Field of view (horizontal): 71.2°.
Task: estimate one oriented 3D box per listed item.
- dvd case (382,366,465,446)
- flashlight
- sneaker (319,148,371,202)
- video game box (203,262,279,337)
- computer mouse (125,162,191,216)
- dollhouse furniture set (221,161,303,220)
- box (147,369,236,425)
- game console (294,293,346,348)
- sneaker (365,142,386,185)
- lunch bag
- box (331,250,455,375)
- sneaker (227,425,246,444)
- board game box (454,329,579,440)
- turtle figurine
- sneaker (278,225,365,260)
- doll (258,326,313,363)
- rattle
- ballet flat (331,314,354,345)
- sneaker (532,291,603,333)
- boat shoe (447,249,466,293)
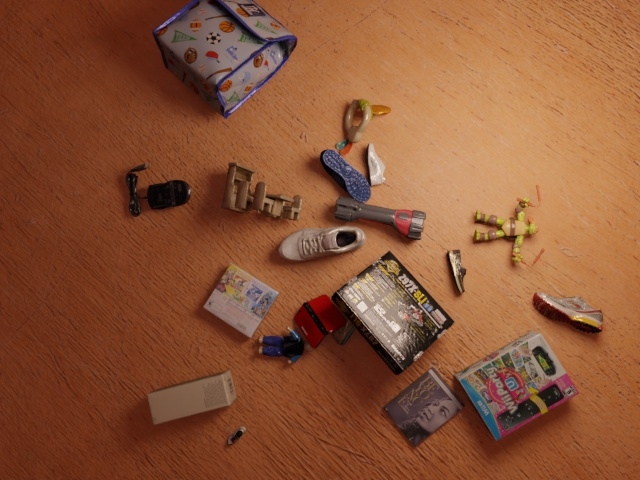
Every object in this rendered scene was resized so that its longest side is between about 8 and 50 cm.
[{"bbox_3d":[0.349,0.561,1.511,0.221,0.018,0.164,-40,83,1],"label":"dvd case"},{"bbox_3d":[0.203,-0.078,1.540,0.305,0.103,0.103,11,110,10],"label":"flashlight"},{"bbox_3d":[0.087,-0.230,1.573,0.081,0.090,0.232,-42,105,-1],"label":"sneaker"},{"bbox_3d":[-0.278,0.210,1.577,0.205,0.048,0.187,32,90,6],"label":"video game box"},{"bbox_3d":[-0.586,-0.198,1.633,0.262,0.060,0.183,-12,89,15],"label":"computer mouse"},{"bbox_3d":[-0.205,-0.171,1.525,0.242,0.212,0.160,8,87,32],"label":"dollhouse furniture set"},{"bbox_3d":[-0.439,0.539,1.540,0.276,0.094,0.113,-14,84,4],"label":"box"},{"bbox_3d":[-0.003,0.277,1.537,0.144,0.085,0.124,52,122,34],"label":"game console"},{"bbox_3d":[0.193,-0.269,1.579,0.061,0.054,0.152,-8,91,-5],"label":"sneaker"},{"bbox_3d":[-0.320,-0.691,1.569,0.328,0.239,0.385,43,74,7],"label":"lunch bag"},{"bbox_3d":[0.233,0.226,1.448,0.257,0.079,0.322,-34,75,-28],"label":"box"},{"bbox_3d":[-0.295,0.677,1.545,0.032,0.037,0.083,43,91,5],"label":"sneaker"},{"bbox_3d":[0.631,0.468,1.457,0.304,0.097,0.223,-31,83,3],"label":"board game box"},{"bbox_3d":[0.635,-0.055,1.504,0.218,0.087,0.269,5,94,13],"label":"turtle figurine"},{"bbox_3d":[0.000,0.000,1.519,0.306,0.152,0.114,-12,87,5],"label":"sneaker"},{"bbox_3d":[-0.116,0.362,1.552,0.189,0.046,0.128,2,87,5],"label":"doll"},{"bbox_3d":[0.151,-0.394,1.600,0.130,0.143,0.199,20,104,38],"label":"rattle"},{"bbox_3d":[0.109,0.262,1.531,0.067,0.073,0.206,38,87,16],"label":"ballet flat"},{"bbox_3d":[0.815,0.223,1.478,0.226,0.088,0.092,24,67,6],"label":"sneaker"},{"bbox_3d":[0.472,0.103,1.519,0.049,0.056,0.152,-15,84,9],"label":"boat shoe"}]
